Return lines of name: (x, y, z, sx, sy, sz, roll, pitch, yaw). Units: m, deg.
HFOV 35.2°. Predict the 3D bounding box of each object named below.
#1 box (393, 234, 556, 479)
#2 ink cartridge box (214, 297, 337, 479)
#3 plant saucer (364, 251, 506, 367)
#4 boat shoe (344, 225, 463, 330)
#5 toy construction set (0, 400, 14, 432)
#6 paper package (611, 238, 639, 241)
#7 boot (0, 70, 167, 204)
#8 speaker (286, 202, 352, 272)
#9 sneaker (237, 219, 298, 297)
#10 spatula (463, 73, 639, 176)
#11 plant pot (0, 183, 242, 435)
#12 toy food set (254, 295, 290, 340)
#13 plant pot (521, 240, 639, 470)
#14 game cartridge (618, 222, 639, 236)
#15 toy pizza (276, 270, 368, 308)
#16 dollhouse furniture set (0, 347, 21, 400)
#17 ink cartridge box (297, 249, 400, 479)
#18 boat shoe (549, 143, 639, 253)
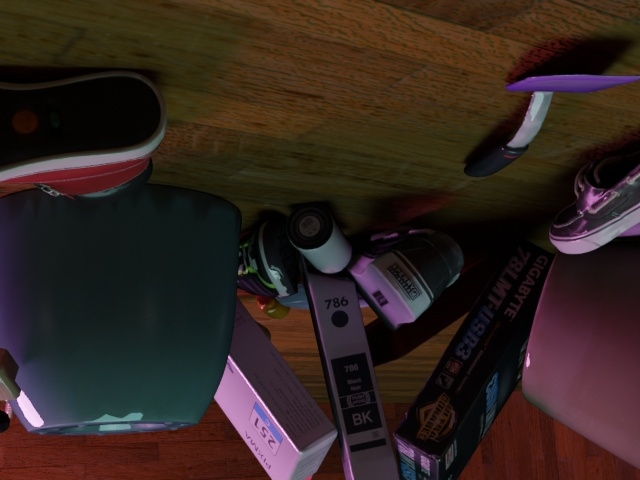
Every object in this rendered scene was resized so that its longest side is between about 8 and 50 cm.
box: (0.201, 0.180, 1.298, 0.073, 0.293, 0.295, 28, 160, 19)
ink cartridge box: (-0.110, 0.207, 1.368, 0.066, 0.296, 0.261, -28, 156, -27)
plant saucer: (0.147, 0.104, 1.453, 0.258, 0.048, 0.259, -30, 177, -25)
boat shoe: (0.102, 0.034, 1.228, 0.105, 0.113, 0.306, -37, 175, -8)
toy construction set: (-0.668, 0.215, 1.687, 0.309, 0.237, 0.257, 12, -164, -8)
paper package: (0.499, 0.116, 1.449, 0.325, 0.168, 0.309, 1, 156, -19)
boot: (-0.249, -0.065, 0.791, 0.244, 0.088, 0.176, -3, 168, -16)
speaker: (0.000, 0.000, 1.172, 0.055, 0.055, 0.136, -6, 166, 10)
sneaker: (-0.079, 0.034, 1.231, 0.097, 0.084, 0.235, -2, 166, 0)
spatula: (0.176, -0.097, 0.874, 0.084, 0.030, 0.296, 0, 166, -9)
plant pot: (-0.227, 0.091, 1.110, 0.293, 0.235, 0.293, -4, 166, -1)
toy food set: (-0.167, 0.140, 1.579, 0.232, 0.111, 0.104, -8, 165, 9)
plant pot: (0.384, 0.129, 1.119, 0.280, 0.323, 0.323, 14, 172, 20)
game cartridge: (0.459, -0.031, 1.099, 0.294, 0.060, 0.196, -1, 173, -16)
toy pizza: (0.032, 0.069, 1.509, 0.201, 0.032, 0.201, -4, 165, -1)
dollhouse furniture set: (-0.481, 0.089, 0.853, 0.303, 0.174, 0.355, -6, 136, 12)
ink cartridge box: (0.033, 0.166, 1.305, 0.065, 0.333, 0.165, -13, 168, -4)
boat shoe: (0.295, -0.054, 1.006, 0.070, 0.078, 0.219, 38, 146, -11)
